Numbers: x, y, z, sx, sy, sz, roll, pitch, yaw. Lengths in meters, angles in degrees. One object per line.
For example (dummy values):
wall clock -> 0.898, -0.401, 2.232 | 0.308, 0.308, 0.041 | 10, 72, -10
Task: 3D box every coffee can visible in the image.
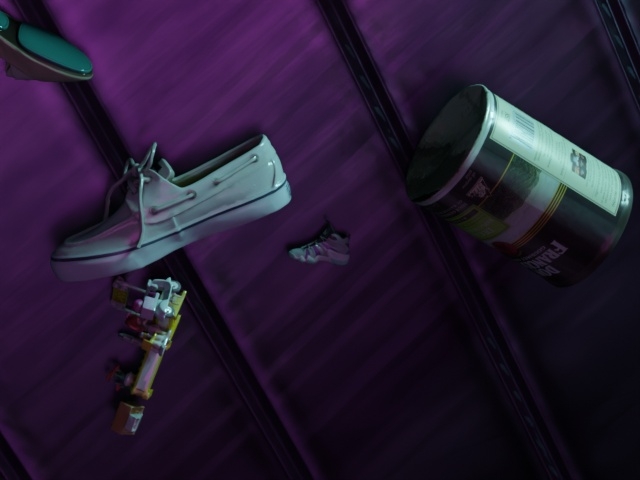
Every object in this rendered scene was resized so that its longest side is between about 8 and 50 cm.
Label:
coffee can -> 0.296, -0.080, 2.047 | 0.275, 0.201, 0.201 | 29, 99, -18

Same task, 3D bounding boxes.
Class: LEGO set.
LEGO set -> -0.284, 0.153, 2.052 | 0.107, 0.132, 0.287 | 21, 126, -1

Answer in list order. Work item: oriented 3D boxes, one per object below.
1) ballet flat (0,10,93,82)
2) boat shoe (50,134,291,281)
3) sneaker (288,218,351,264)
ballet flat -> -0.439, -0.275, 1.903 | 0.248, 0.086, 0.086 | 30, 99, -17
boat shoe -> -0.230, -0.068, 1.975 | 0.367, 0.136, 0.156 | -21, 110, -8
sneaker -> 0.000, 0.000, 2.098 | 0.098, 0.038, 0.069 | 2, 105, -22
